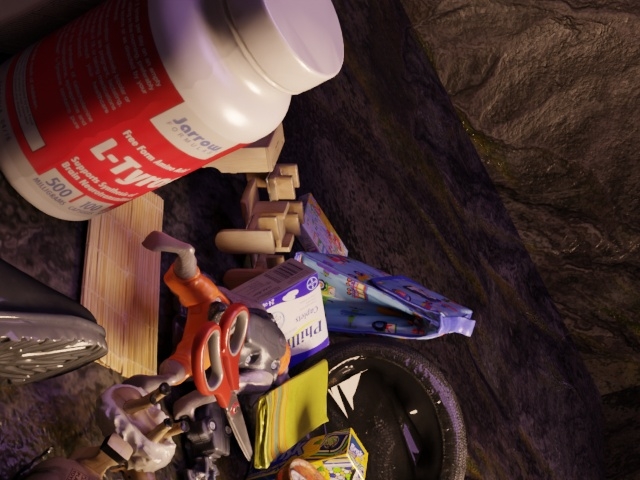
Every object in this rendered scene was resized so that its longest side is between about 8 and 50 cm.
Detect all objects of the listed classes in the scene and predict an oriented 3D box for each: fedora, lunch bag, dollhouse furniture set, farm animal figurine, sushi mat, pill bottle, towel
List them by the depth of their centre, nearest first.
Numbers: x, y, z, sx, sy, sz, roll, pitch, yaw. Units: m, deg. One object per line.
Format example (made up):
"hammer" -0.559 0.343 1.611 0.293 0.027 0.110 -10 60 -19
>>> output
"farm animal figurine" -0.212 0.354 1.188 0.326 0.172 0.330 55 32 -5
"pill bottle" -0.186 -0.192 1.334 0.229 0.408 0.229 39 39 -42
"sushi mat" -0.264 0.038 1.492 0.151 0.019 0.316 45 34 -48
"towel" -0.035 0.242 1.587 0.237 0.021 0.102 -18 114 -68
"dollhouse furniture set" -0.134 -0.065 1.779 0.212 0.161 0.242 -73 160 -55
"fedora" 0.074 0.324 1.785 0.152 0.334 0.334 129 -57 -80
"lunch bag" 0.112 0.117 1.872 0.221 0.293 0.138 8 96 -72

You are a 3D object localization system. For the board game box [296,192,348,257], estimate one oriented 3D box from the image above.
"board game box" 0.000 0.000 2.109 0.154 0.026 0.103 57 27 -29

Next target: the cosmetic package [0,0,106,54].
"cosmetic package" -0.296 -0.335 1.348 0.160 0.310 0.113 -9 79 -67

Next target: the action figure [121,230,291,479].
"action figure" -0.128 0.172 1.479 0.330 0.179 0.341 34 46 -62

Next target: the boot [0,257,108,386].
"boot" -0.395 -0.082 1.166 0.367 0.146 0.445 22 47 -63

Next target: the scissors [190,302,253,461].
"scissors" -0.119 0.201 1.377 0.109 0.021 0.297 -49 150 -45

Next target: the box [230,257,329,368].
"box" -0.061 0.119 1.695 0.126 0.072 0.137 -28 124 -30

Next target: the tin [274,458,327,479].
"tin" 0.005 0.382 1.541 0.189 0.040 0.106 49 15 -20

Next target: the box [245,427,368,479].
"box" -0.020 0.326 1.611 0.059 0.169 0.054 59 25 -27
